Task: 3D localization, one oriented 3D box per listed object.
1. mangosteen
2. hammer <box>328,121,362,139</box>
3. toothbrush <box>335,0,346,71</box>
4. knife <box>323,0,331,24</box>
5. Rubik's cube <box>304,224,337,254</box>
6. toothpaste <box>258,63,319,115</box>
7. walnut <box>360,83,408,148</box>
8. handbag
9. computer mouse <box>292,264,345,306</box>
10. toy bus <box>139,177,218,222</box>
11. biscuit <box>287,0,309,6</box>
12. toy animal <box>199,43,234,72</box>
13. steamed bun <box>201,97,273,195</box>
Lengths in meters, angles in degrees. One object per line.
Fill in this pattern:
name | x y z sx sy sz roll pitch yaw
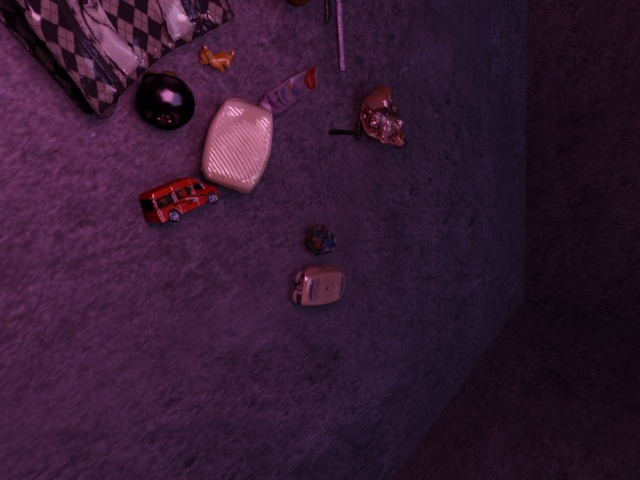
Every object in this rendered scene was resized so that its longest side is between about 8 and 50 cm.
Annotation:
mangosteen | -0.362 -0.340 1.245 0.137 0.137 0.151 29 45 -51
hammer | 0.085 -0.382 1.852 0.178 0.021 0.065 -12 109 -46
toothbrush | 0.065 -0.729 1.710 0.024 0.029 0.353 -19 116 -32
knife | 0.010 -0.786 1.633 0.046 0.021 0.222 -35 127 -36
Rubik's cube | 0.000 0.000 1.803 0.111 0.111 0.093 -1 77 -51
toothpaste | -0.095 -0.440 1.593 0.301 0.048 0.075 -45 128 -36
walnut | 0.219 -0.435 1.899 0.204 0.141 0.238 -85 154 -58
handbag | -0.412 -0.483 1.098 0.416 0.180 0.316 -47 136 -23
computer mouse | -0.006 0.157 1.852 0.237 0.082 0.145 -5 105 -48
toy bus | -0.355 -0.110 1.350 0.195 0.081 0.089 -32 115 -40
biscuit | 0.019 -0.803 1.430 0.063 0.314 0.367 31 106 -29
toy animal | -0.269 -0.474 1.360 0.081 0.060 0.083 -37 144 15
steamed bun | -0.222 -0.247 1.413 0.170 0.152 0.238 16 87 -13
